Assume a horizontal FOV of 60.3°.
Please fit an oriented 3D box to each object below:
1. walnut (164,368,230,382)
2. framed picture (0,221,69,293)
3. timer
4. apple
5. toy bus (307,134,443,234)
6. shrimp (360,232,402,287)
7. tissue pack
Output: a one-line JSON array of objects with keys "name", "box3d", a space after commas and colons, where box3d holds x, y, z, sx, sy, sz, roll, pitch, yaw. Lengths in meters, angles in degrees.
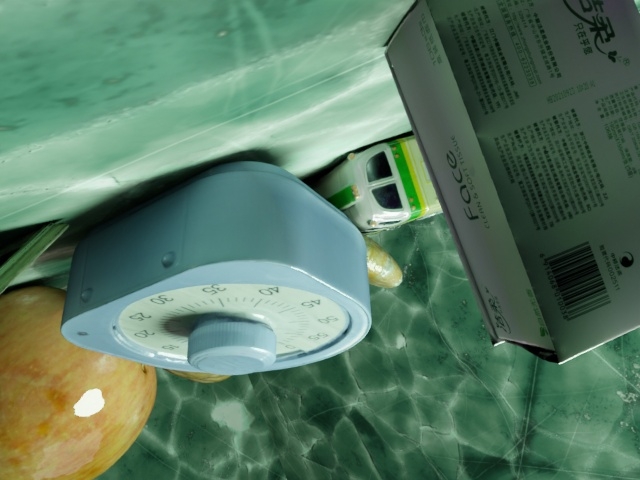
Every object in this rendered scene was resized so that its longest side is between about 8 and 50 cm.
[{"name": "walnut", "box3d": [-0.297, 0.156, 1.263, 0.344, 0.306, 0.306, 23, 171, -8]}, {"name": "framed picture", "box3d": [-0.394, 0.095, 0.517, 0.231, 0.018, 0.293, -21, -152, 23]}, {"name": "timer", "box3d": [-0.106, 0.086, 0.740, 0.395, 0.173, 0.395, -3, 150, -2]}, {"name": "apple", "box3d": [-0.522, 0.277, 1.016, 0.391, 0.391, 0.346, -21, -157, 53]}, {"name": "toy bus", "box3d": [0.084, -0.078, 1.005, 0.179, 0.143, 0.305, -18, 179, -21]}, {"name": "shrimp", "box3d": [0.000, 0.000, 0.920, 0.077, 0.317, 0.168, -63, -162, -13]}, {"name": "tissue pack", "box3d": [0.165, -0.059, 0.392, 0.149, 0.246, 0.092, -20, 179, -9]}]
